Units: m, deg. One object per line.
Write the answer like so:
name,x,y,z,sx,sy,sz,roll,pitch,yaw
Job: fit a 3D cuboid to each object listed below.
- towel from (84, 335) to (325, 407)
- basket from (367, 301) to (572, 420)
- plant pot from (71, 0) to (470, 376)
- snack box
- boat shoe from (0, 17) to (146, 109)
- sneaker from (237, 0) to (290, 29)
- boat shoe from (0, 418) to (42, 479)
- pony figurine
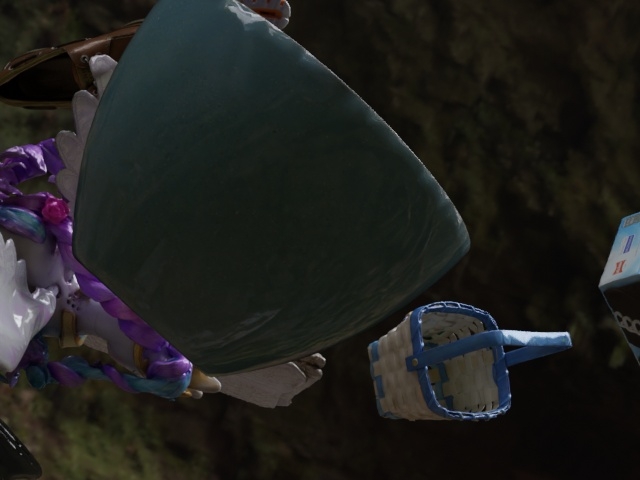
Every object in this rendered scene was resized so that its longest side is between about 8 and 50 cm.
towel,-0.147,0.125,1.491,0.282,0.049,0.187,19,-24,-10
basket,0.236,0.196,2.117,0.289,0.201,0.255,-17,-17,37
plant pot,-0.065,-0.017,0.936,0.290,0.195,0.290,41,-7,6
snack box,0.444,0.138,1.557,0.060,0.187,0.321,-22,-74,30
boat shoe,-0.310,-0.232,1.798,0.307,0.104,0.110,-12,-73,21
sneaker,-0.162,-0.401,2.202,0.215,0.084,0.083,9,15,-26
boat shoe,-0.364,0.222,1.184,0.122,0.120,0.324,48,-2,17
pony figurine,-0.279,0.011,1.254,0.364,0.302,0.351,18,-34,25
